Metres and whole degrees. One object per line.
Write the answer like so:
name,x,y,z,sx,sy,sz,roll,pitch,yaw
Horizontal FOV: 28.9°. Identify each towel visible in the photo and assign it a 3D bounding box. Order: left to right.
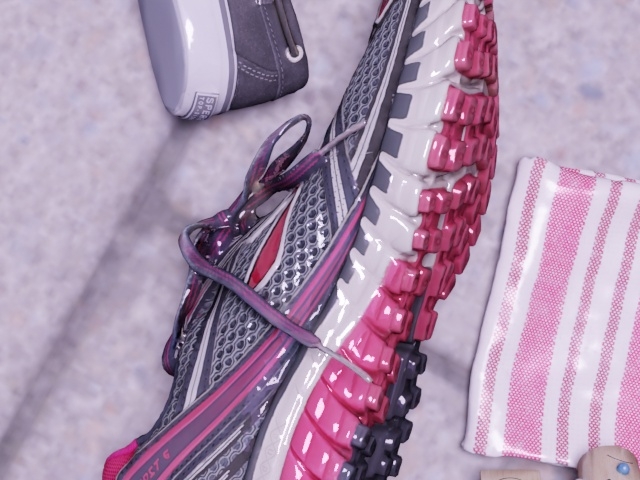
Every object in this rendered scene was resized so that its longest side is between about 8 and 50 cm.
towel,0.174,0.046,0.580,0.197,0.029,0.144,11,85,-3

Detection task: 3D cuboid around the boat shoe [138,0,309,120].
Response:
boat shoe,-0.048,-0.170,0.558,0.076,0.080,0.229,-9,84,-22

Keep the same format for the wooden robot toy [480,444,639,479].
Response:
wooden robot toy,0.154,0.140,0.535,0.173,0.079,0.076,14,125,-3

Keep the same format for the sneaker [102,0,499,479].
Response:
sneaker,0.000,0.000,0.530,0.112,0.121,0.299,18,80,18
